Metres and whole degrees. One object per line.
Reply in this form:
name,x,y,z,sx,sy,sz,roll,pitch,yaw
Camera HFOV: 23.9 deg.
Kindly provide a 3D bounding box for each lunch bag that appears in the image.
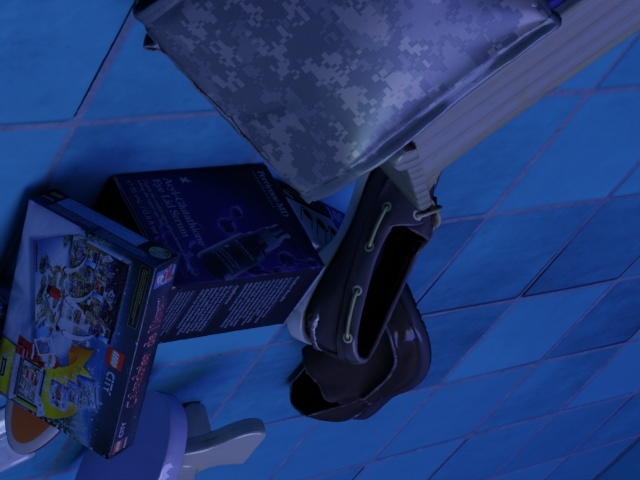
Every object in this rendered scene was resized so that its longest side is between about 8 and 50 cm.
lunch bag,0.015,-0.198,1.268,0.287,0.169,0.235,-37,113,14

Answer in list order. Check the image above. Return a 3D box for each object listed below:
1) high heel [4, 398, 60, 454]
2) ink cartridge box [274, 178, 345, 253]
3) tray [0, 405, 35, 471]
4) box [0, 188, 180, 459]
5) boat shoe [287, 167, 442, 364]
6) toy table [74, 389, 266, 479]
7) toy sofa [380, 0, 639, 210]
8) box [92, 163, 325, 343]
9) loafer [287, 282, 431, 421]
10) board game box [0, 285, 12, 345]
high heel,-0.270,0.128,1.693,0.244,0.082,0.117,-66,168,12
ink cartridge box,0.000,0.000,1.786,0.046,0.097,0.207,-38,153,15
tray,-0.470,0.288,1.890,0.270,0.030,0.145,-24,153,-13
box,-0.241,0.086,1.526,0.044,0.159,0.233,-30,142,-56
boat shoe,0.080,-0.016,1.697,0.324,0.097,0.116,-61,149,-5
toy table,-0.203,0.316,2.018,0.161,0.252,0.274,14,141,-33
toy sofa,0.181,-0.212,1.484,0.363,0.150,0.177,-36,150,-6
box,-0.126,0.013,1.613,0.207,0.153,0.108,-9,146,-40
loafer,0.047,0.175,2.093,0.130,0.133,0.366,-13,155,-23
board game box,-0.386,0.114,1.617,0.194,0.060,0.194,-3,138,-53
